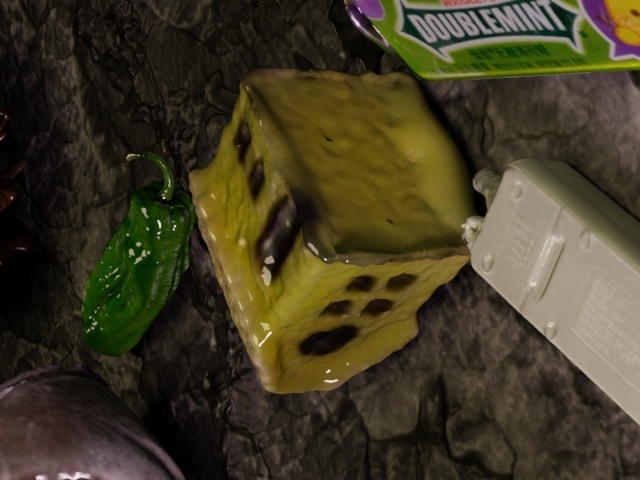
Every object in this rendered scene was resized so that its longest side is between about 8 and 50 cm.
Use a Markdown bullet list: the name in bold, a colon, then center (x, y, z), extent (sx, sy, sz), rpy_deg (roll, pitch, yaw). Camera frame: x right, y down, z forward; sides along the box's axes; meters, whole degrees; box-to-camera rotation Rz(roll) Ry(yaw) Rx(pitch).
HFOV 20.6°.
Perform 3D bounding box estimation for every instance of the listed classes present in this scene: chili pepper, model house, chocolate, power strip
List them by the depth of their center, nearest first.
- **power strip**: center (0.205, 0.045, 1.194), extent (0.338, 0.058, 0.098), rpy_deg (46, 126, 44)
- **model house**: center (0.000, 0.000, 1.410), extent (0.193, 0.175, 0.234), rpy_deg (66, 148, 29)
- **chocolate**: center (-0.222, 0.287, 1.635), extent (0.213, 0.303, 0.303), rpy_deg (29, 115, 29)
- **chili pepper**: center (-0.180, 0.027, 1.715), extent (0.257, 0.074, 0.100), rpy_deg (-57, 47, 38)

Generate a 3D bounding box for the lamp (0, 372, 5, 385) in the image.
- **lamp**: center (-0.385, 0.288, 1.850), extent (0.247, 0.247, 0.301), rpy_deg (39, 147, 7)

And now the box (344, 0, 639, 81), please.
- **box**: center (0.163, -0.171, 1.186), extent (0.345, 0.134, 0.097), rpy_deg (5, 55, 54)

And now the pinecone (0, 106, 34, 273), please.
- **pinecone**: center (-0.496, -0.050, 1.942), extent (0.398, 0.398, 0.397), rpy_deg (0, 90, 54)
